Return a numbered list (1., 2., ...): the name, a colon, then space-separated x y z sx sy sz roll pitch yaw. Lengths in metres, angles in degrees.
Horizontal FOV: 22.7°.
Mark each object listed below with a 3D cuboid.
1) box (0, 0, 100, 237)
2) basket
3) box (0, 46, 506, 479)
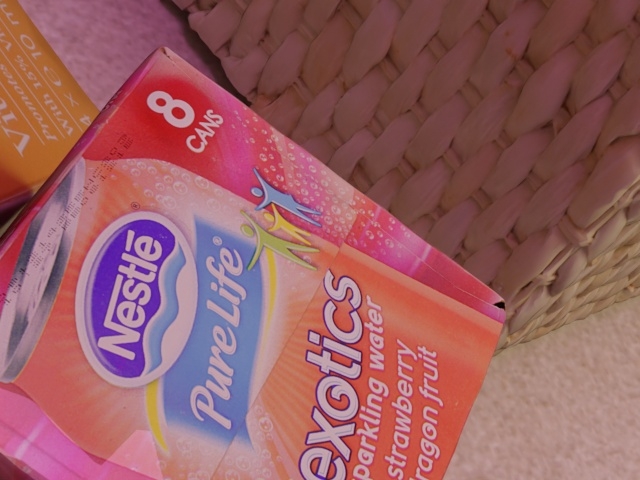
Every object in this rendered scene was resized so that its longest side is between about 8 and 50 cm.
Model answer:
1. box: -0.243 -0.040 0.479 0.215 0.168 0.345 55 21 -1
2. basket: 0.141 -0.155 0.842 0.266 0.331 0.328 -21 70 -41
3. box: -0.092 0.097 0.537 0.142 0.300 0.154 38 47 -8
